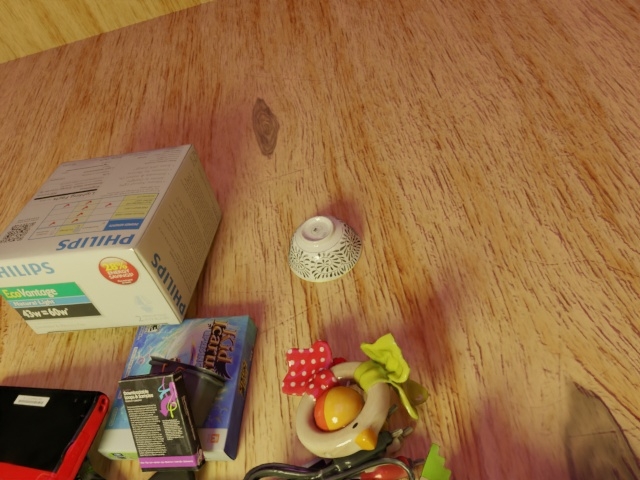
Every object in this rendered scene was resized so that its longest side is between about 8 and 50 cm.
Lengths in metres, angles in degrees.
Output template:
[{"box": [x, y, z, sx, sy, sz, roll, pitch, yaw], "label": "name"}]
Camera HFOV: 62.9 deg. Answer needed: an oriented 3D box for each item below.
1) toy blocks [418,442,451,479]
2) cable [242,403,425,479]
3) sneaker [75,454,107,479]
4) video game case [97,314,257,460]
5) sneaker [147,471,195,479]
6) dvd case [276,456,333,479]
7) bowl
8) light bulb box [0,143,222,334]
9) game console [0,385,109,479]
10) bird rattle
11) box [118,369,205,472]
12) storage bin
[{"box": [0.192, 0.490, 0.628, 0.261, 0.190, 0.381, 20, 59, 17], "label": "toy blocks"}, {"box": [0.029, 0.369, 0.815, 0.287, 0.072, 0.139, -22, 55, -9], "label": "cable"}, {"box": [-0.423, 0.420, 0.917, 0.188, 0.078, 0.067, 32, 66, 35], "label": "sneaker"}, {"box": [-0.262, 0.276, 1.001, 0.245, 0.061, 0.269, -5, 50, 12], "label": "video game case"}, {"box": [-0.301, 0.462, 0.803, 0.109, 0.130, 0.286, 17, 49, 27], "label": "sneaker"}, {"box": [-0.046, 0.454, 0.786, 0.239, 0.029, 0.179, -25, 49, -15], "label": "dvd case"}, {"box": [0.000, 0.000, 1.138, 0.170, 0.080, 0.170, -9, 50, 11], "label": "bowl"}, {"box": [-0.451, -0.008, 1.152, 0.358, 0.225, 0.361, -6, 41, 13], "label": "light bulb box"}, {"box": [-0.576, 0.424, 0.927, 0.387, 0.060, 0.341, -7, 44, 30], "label": "game console"}, {"box": [0.030, 0.244, 0.840, 0.254, 0.143, 0.207, -9, 34, 28], "label": "bird rattle"}, {"box": [-0.260, 0.297, 0.858, 0.116, 0.162, 0.029, -11, 5, 23], "label": "box"}, {"box": [-0.247, 0.263, 0.910, 0.135, 0.098, 0.091, 7, 64, 21], "label": "storage bin"}]
